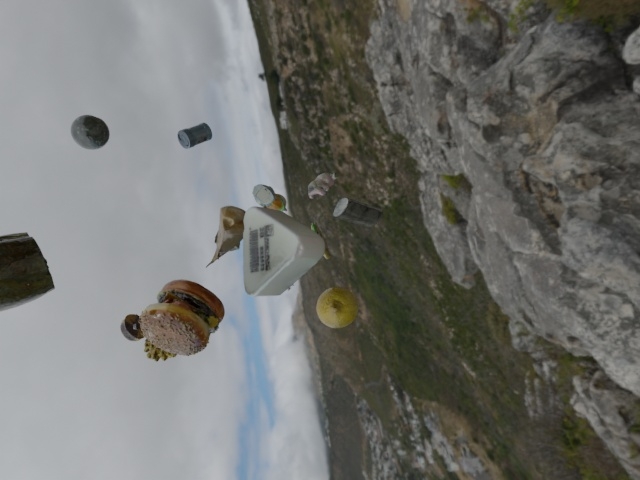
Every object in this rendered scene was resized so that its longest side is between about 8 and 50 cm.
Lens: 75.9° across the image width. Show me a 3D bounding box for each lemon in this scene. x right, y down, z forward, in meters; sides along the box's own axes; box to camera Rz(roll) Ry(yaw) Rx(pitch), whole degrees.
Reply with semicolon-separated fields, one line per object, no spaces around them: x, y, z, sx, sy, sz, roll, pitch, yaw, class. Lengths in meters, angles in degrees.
0.075;0.294;1.810;0.244;0.186;0.187;30;-131;-75;lemon

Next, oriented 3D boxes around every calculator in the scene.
0.000;0.000;1.896;0.235;0.032;0.146;59;-169;-52;calculator

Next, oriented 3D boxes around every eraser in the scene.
-0.170;0.011;1.495;0.149;0.331;0.332;9;-116;-45;eraser

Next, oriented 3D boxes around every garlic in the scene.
-0.422;-0.032;1.820;0.196;0.151;0.338;-52;2;-43;garlic

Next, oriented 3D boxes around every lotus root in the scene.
-1.043;0.117;1.265;0.250;0.346;0.251;19;117;44;lotus root

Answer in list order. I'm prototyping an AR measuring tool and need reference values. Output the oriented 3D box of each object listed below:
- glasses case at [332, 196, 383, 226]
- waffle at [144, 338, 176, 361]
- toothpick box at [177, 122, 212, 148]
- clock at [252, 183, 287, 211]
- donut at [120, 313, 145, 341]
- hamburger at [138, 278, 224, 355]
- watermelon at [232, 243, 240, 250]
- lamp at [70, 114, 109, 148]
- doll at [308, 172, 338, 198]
0.181;-0.130;1.948;0.299;0.114;0.060;10;-144;-50;glasses case
-0.695;0.456;1.945;0.260;0.292;0.069;40;150;56;waffle
-0.667;-0.557;2.182;0.153;0.101;0.101;-37;-52;-42;toothpick box
-0.250;-0.205;2.013;0.231;0.103;0.144;40;-177;29;clock
-0.919;0.434;2.021;0.140;0.059;0.140;50;-166;-17;donut
-0.525;0.301;1.552;0.225;0.290;0.291;-71;-21;-45;hamburger
-0.458;-0.005;2.118;0.080;0.101;0.155;-35;51;54;watermelon
-1.235;-0.602;2.230;0.314;0.181;0.182;-120;19;-59;lamp
0.004;-0.318;2.316;0.149;0.192;0.095;-7;124;55;doll
